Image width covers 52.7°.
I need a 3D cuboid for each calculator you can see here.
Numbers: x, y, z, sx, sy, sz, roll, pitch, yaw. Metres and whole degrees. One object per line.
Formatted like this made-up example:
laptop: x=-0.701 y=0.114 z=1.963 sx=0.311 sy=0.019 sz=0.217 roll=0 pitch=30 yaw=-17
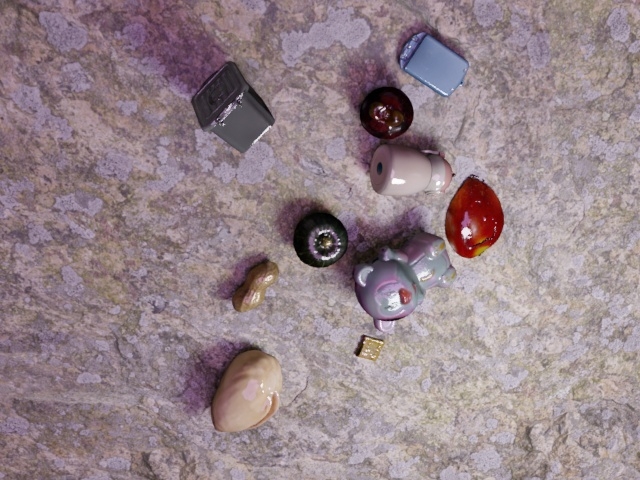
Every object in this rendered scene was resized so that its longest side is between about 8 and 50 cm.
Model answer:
calculator: x=0.318 y=-0.488 z=1.797 sx=0.210 sy=0.039 sz=0.121 roll=27 pitch=109 yaw=-20

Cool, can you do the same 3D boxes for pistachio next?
pistachio: x=-0.242 y=0.493 z=2.067 sx=0.318 sy=0.214 sz=0.194 roll=-51 pitch=153 yaw=20

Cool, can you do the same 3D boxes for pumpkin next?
pumpkin: x=-0.001 y=0.000 z=1.914 sx=0.167 sy=0.125 sz=0.167 roll=1 pitch=112 yaw=2

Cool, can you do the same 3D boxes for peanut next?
peanut: x=-0.196 y=0.142 z=1.968 sx=0.089 sy=0.089 sz=0.192 roll=31 pitch=106 yaw=-21

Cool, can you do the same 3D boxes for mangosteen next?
mangosteen: x=0.184 y=-0.348 z=1.778 sx=0.153 sy=0.152 sz=0.152 roll=-4 pitch=114 yaw=-8

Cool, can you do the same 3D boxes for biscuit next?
biscuit: x=0.166 y=0.362 z=2.162 sx=0.082 sy=0.018 sz=0.083 roll=17 pitch=111 yaw=-16

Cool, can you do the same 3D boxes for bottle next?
bottle: x=0.275 y=-0.196 z=1.869 sx=0.237 sy=0.147 sz=0.147 roll=4 pitch=113 yaw=-20

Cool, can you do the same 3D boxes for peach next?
peach: x=0.486 y=-0.063 z=2.001 sx=0.189 sy=0.068 sz=0.279 roll=-14 pitch=115 yaw=-6

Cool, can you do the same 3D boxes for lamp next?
lamp: x=0.231 y=0.105 z=1.963 sx=0.301 sy=0.247 sz=0.247 roll=-35 pitch=121 yaw=-18

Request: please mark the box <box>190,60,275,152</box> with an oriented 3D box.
box: x=-0.223 y=-0.341 z=1.672 sx=0.163 sy=0.243 sz=0.135 roll=-44 pitch=126 yaw=10
